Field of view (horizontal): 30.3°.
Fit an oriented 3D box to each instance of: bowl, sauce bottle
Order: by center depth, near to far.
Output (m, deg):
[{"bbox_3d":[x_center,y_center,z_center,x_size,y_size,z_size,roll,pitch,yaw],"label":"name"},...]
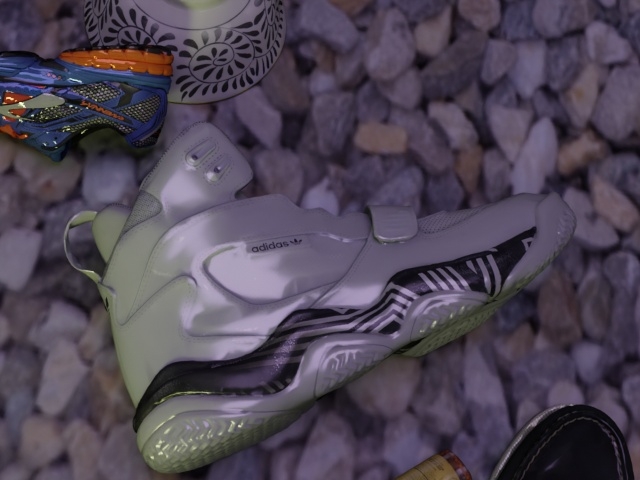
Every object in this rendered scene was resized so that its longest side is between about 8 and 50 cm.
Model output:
[{"bbox_3d":[0.049,0.196,0.843,0.128,0.042,0.042,-29,75,-18],"label":"sauce bottle"},{"bbox_3d":[-0.106,-0.203,0.963,0.170,0.080,0.170,4,67,-10],"label":"bowl"}]

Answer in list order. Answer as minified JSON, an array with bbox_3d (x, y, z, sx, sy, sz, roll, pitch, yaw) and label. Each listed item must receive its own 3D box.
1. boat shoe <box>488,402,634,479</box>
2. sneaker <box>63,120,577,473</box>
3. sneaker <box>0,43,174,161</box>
[{"bbox_3d":[0.151,0.255,0.796,0.127,0.113,0.340,28,65,3],"label":"boat shoe"},{"bbox_3d":[0.000,0.000,0.863,0.366,0.137,0.210,-26,77,-16],"label":"sneaker"},{"bbox_3d":[-0.220,-0.101,0.898,0.221,0.083,0.087,-3,99,1],"label":"sneaker"}]
